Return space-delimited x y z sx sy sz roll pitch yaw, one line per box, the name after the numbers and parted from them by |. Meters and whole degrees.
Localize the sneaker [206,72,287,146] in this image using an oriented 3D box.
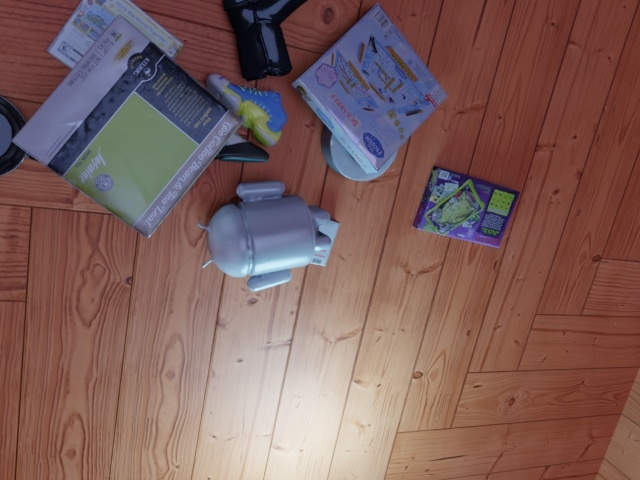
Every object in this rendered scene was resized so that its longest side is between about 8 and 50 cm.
-0.180 -0.361 1.391 0.240 0.091 0.126 45 69 -29 | sneaker

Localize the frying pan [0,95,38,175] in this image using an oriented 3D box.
-0.697 -0.240 1.220 0.326 0.053 0.197 -3 110 -24 | frying pan

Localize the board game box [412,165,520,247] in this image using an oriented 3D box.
0.485 -0.105 1.778 0.347 0.056 0.208 12 99 -26 | board game box

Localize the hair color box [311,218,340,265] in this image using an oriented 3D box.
0.000 0.000 1.609 0.072 0.043 0.141 14 101 -27 | hair color box

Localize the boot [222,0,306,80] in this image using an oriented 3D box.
-0.103 -0.523 1.344 0.246 0.094 0.207 -20 112 -8 | boot

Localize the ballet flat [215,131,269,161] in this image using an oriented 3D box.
-0.268 -0.239 1.384 0.280 0.095 0.096 -8 100 -20 | ballet flat

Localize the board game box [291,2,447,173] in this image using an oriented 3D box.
0.139 -0.402 1.439 0.318 0.066 0.319 -47 106 -15 | board game box

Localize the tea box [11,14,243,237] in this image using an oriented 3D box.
-0.406 -0.239 1.185 0.323 0.220 0.329 40 87 -19 | tea box

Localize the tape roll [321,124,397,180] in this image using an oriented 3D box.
0.114 -0.284 1.539 0.219 0.072 0.219 -8 112 -21 | tape roll

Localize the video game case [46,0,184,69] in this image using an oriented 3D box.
-0.472 -0.450 1.255 0.227 0.026 0.206 36 92 -28 | video game case

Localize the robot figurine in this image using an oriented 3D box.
-0.150 -0.012 1.451 0.353 0.200 0.300 -9 103 -20 | robot figurine
